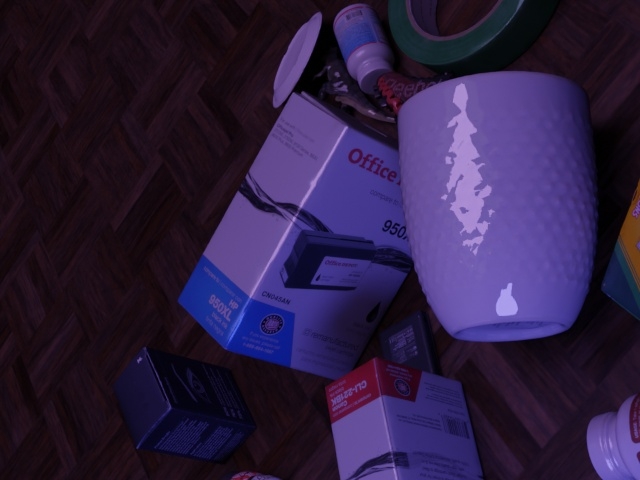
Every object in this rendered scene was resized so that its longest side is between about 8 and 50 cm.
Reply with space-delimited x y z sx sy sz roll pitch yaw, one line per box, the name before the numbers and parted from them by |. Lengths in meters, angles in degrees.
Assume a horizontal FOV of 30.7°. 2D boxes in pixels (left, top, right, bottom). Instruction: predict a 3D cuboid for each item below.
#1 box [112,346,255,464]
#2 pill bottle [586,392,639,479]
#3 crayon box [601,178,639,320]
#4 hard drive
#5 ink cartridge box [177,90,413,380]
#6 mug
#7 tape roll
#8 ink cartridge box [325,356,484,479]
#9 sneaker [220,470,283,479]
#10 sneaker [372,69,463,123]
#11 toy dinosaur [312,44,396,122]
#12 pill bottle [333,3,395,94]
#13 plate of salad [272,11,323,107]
box | -0.242 0.294 2.070 0.108 0.207 0.153 -50 45 20
pill bottle | 0.444 0.237 1.432 0.216 0.121 0.121 -23 58 39
crayon box | 0.471 -0.024 1.466 0.165 0.081 0.278 -131 53 -59
hard drive | 0.142 0.191 1.845 0.094 0.022 0.135 -33 52 33
ink cartridge box | 0.000 0.000 1.876 0.166 0.285 0.395 38 103 46
mug | 0.240 -0.020 1.679 0.374 0.276 0.328 135 134 -68
tape roll | 0.256 -0.429 1.941 0.321 0.077 0.321 -20 60 40
ink cartridge box | 0.130 0.328 1.669 0.114 0.197 0.273 -35 51 34
sneaker | -0.124 0.519 1.940 0.145 0.090 0.270 -10 65 47
sneaker | 0.184 -0.225 1.921 0.135 0.097 0.276 -44 36 5
toy dinosaur | 0.035 -0.258 2.120 0.118 0.064 0.268 -47 49 14
pill bottle | 0.082 -0.340 2.081 0.087 0.087 0.160 -39 49 29
plate of salad | -0.036 -0.339 2.216 0.200 0.048 0.200 -58 17 28
